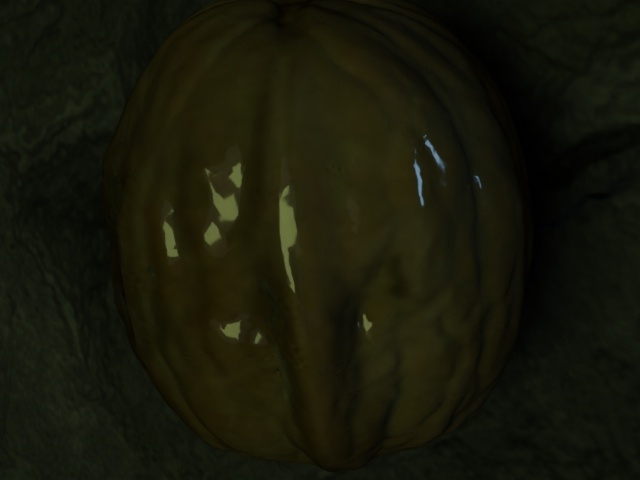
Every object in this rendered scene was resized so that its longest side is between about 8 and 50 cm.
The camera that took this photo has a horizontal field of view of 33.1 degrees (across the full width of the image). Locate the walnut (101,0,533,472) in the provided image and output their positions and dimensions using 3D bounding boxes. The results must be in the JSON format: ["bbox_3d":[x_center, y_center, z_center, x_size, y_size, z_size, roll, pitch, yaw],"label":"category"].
[{"bbox_3d":[0.000,0.000,0.563,0.225,0.225,0.260,5,113,34],"label":"walnut"}]
